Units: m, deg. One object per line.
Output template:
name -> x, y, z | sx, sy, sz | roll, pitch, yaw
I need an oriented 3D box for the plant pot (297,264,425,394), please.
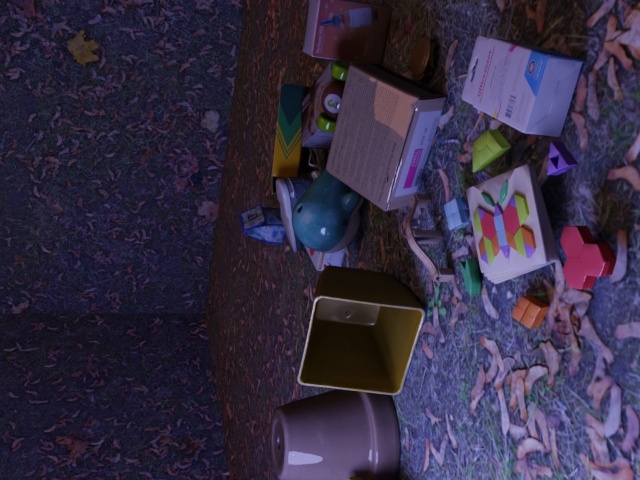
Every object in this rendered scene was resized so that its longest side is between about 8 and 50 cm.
plant pot -> 0.072, 0.165, 1.272 | 0.187, 0.212, 0.212 | -96, 15, -63

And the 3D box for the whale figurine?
whale figurine -> 0.015, -0.108, 1.524 | 0.216, 0.141, 0.272 | 6, 82, 55

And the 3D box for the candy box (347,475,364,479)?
candy box -> 0.130, 0.534, 1.171 | 0.206, 0.027, 0.105 | 9, 96, 46

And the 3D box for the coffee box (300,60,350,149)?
coffee box -> 0.031, -0.338, 1.588 | 0.246, 0.098, 0.141 | 154, 117, -69

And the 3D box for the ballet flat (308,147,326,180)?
ballet flat -> -0.008, -0.201, 1.762 | 0.057, 0.052, 0.168 | 125, 142, -58

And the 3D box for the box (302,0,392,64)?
box -> 0.058, -0.478, 1.409 | 0.091, 0.171, 0.130 | -124, 39, -61

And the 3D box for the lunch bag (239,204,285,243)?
lunch bag -> -0.206, -0.058, 2.189 | 0.129, 0.151, 0.096 | -114, 32, -55

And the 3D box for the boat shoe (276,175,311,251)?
boat shoe -> -0.062, -0.075, 1.839 | 0.319, 0.099, 0.116 | 84, 164, -54

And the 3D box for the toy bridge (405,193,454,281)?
toy bridge -> 0.190, -0.006, 1.127 | 0.026, 0.063, 0.188 | 116, 151, -51

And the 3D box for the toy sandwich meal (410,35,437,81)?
toy sandwich meal -> 0.200, -0.350, 1.194 | 0.085, 0.029, 0.085 | -173, 90, -73

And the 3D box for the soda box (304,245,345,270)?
soda box -> 0.000, 0.000, 1.692 | 0.216, 0.069, 0.073 | -120, 37, -57

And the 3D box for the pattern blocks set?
pattern blocks set -> 0.267, -0.020, 0.883 | 0.325, 0.026, 0.285 | 118, 141, -64

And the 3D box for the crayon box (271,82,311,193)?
crayon box -> -0.083, -0.303, 1.857 | 0.202, 0.081, 0.318 | -69, -14, -76

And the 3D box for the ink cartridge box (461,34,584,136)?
ink cartridge box -> 0.279, -0.225, 0.882 | 0.181, 0.062, 0.104 | -122, 38, -58

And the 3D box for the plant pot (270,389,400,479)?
plant pot -> 0.015, 0.432, 1.344 | 0.263, 0.229, 0.263 | -178, 90, -73

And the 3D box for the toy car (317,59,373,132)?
toy car -> 0.096, -0.278, 1.347 | 0.188, 0.149, 0.155 | 56, 140, 42

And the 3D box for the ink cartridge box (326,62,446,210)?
ink cartridge box -> 0.121, -0.206, 1.218 | 0.193, 0.088, 0.234 | 39, 128, 36
